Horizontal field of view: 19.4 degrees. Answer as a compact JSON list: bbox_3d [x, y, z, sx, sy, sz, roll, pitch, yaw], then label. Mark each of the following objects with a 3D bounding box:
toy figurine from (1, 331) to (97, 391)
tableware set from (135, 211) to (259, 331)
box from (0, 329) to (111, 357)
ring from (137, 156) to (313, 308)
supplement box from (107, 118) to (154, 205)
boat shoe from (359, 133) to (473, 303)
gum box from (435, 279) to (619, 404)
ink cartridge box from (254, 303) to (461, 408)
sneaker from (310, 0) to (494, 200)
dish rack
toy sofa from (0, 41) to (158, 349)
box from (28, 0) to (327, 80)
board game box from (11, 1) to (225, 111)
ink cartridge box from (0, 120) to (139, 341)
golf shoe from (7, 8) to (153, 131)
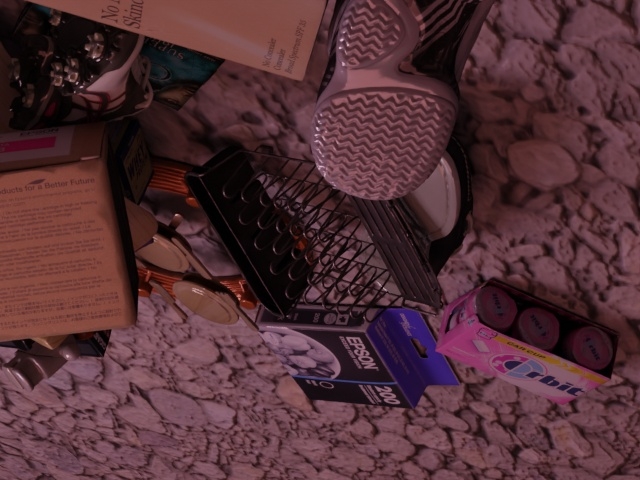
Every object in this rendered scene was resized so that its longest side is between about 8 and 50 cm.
[{"bbox_3d":[-0.351,0.049,2.188,0.209,0.148,0.213,38,154,16],"label":"toy figurine"},{"bbox_3d":[-0.153,0.030,2.161,0.128,0.039,0.194,8,149,39],"label":"tableware set"},{"bbox_3d":[-0.401,0.083,2.433,0.220,0.051,0.175,5,151,19],"label":"box"},{"bbox_3d":[-0.175,0.001,2.188,0.336,0.032,0.337,12,153,6],"label":"ring"},{"bbox_3d":[-0.233,-0.085,2.012,0.083,0.056,0.083,6,140,17],"label":"supplement box"},{"bbox_3d":[0.105,-0.044,1.907,0.114,0.091,0.302,41,156,9],"label":"boat shoe"},{"bbox_3d":[0.233,0.116,2.164,0.188,0.062,0.107,23,152,-16],"label":"gum box"},{"bbox_3d":[0.049,0.144,2.332,0.208,0.045,0.206,1,149,23],"label":"ink cartridge box"},{"bbox_3d":[0.088,-0.229,1.523,0.137,0.210,0.366,18,118,-6],"label":"sneaker"},{"bbox_3d":[0.000,0.000,1.939,0.271,0.074,0.208,13,142,49],"label":"dish rack"},{"bbox_3d":[-0.347,-0.076,1.945,0.362,0.177,0.150,52,162,-27],"label":"toy sofa"},{"bbox_3d":[-0.139,-0.258,1.584,0.311,0.121,0.148,15,154,-1],"label":"box"},{"bbox_3d":[-0.197,-0.196,1.833,0.186,0.026,0.126,24,151,-17],"label":"board game box"},{"bbox_3d":[-0.305,-0.003,1.814,0.234,0.088,0.193,-6,119,2],"label":"ink cartridge box"},{"bbox_3d":[-0.204,-0.171,1.763,0.120,0.105,0.273,6,168,-25],"label":"golf shoe"}]
